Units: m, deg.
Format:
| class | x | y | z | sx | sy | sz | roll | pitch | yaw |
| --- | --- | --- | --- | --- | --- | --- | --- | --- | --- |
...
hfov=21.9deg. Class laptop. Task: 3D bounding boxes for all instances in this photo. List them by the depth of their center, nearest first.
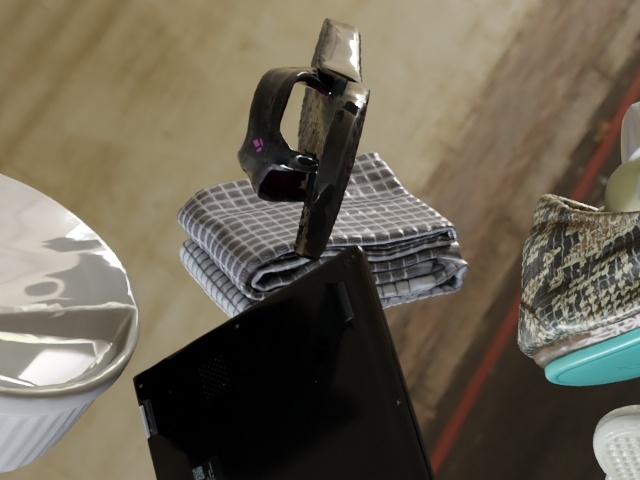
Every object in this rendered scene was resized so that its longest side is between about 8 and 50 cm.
| class | x | y | z | sx | sy | sz | roll | pitch | yaw |
| --- | --- | --- | --- | --- | --- | --- | --- | --- | --- |
| laptop | 0.005 | 0.271 | 1.369 | 0.408 | 0.382 | 0.236 | -32 | -26 | 33 |

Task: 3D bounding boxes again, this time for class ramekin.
| class | x | y | z | sx | sy | sz | roll | pitch | yaw |
| --- | --- | --- | --- | --- | --- | --- | --- | --- | --- |
| ramekin | -0.288 | 0.067 | 1.307 | 0.127 | 0.273 | 0.273 | -59 | 3 | 30 |

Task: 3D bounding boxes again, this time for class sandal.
| class | x | y | z | sx | sy | sz | roll | pitch | yaw |
| --- | --- | --- | --- | --- | --- | --- | --- | --- | --- |
| sandal | -0.023 | -0.106 | 1.601 | 0.446 | 0.107 | 0.168 | -92 | 16 | -70 |

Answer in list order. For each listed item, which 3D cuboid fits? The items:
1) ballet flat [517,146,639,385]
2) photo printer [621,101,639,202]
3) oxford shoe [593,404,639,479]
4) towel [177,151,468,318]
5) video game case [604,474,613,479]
| class | x | y | z | sx | sy | sz | roll | pitch | yaw |
| --- | --- | --- | --- | --- | --- | --- | --- | --- | --- |
| ballet flat | 0.311 | -0.027 | 1.010 | 0.482 | 0.164 | 0.182 | -15 | 72 | 45 |
| photo printer | 0.372 | 0.015 | 1.374 | 0.107 | 0.307 | 0.256 | -34 | 49 | 30 |
| oxford shoe | 0.480 | 0.222 | 1.784 | 0.169 | 0.449 | 0.130 | -44 | 42 | 51 |
| towel | 0.000 | 0.000 | 1.899 | 0.235 | 0.283 | 0.121 | -142 | 45 | -59 |
| video game case | 0.440 | 0.355 | 2.091 | 0.023 | 0.183 | 0.201 | -81 | -2 | -50 |
